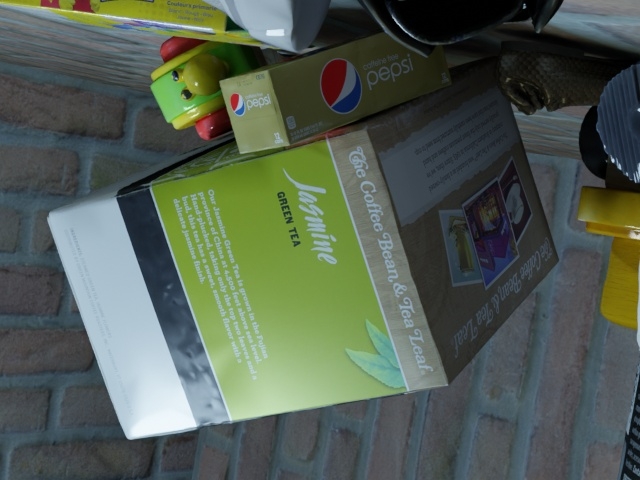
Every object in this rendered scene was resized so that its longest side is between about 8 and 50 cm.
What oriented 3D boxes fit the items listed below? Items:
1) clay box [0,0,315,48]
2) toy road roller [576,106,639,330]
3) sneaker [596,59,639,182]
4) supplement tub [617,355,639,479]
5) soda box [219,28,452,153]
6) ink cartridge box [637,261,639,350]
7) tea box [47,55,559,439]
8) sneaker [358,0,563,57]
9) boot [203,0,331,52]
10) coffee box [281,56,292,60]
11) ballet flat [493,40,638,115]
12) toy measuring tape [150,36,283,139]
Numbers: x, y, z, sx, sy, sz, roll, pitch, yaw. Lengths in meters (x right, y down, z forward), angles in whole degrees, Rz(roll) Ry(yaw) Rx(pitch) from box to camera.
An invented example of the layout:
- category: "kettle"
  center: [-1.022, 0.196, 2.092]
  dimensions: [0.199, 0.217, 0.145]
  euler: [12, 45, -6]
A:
- category: "clay box"
  center: [-0.120, -0.181, 1.008]
  dimensions: [0.222, 0.053, 0.127]
  euler: [8, -175, 15]
- category: "toy road roller"
  center: [0.419, -0.014, 1.407]
  dimensions: [0.329, 0.241, 0.202]
  euler: [8, -177, -26]
- category: "sneaker"
  center: [0.337, -0.086, 0.813]
  dimensions: [0.319, 0.112, 0.131]
  euler: [10, -155, 35]
- category: "supplement tub"
  center: [0.232, 0.031, 0.552]
  dimensions: [0.193, 0.316, 0.193]
  euler: [10, -177, -1]
- category: "soda box"
  center: [0.016, -0.120, 1.028]
  dimensions: [0.181, 0.058, 0.061]
  euler: [-25, -167, -39]
- category: "ink cartridge box"
  center: [0.419, 0.021, 1.250]
  dimensions: [0.237, 0.172, 0.100]
  euler: [-12, -156, -21]
- category: "tea box"
  center: [0.000, 0.000, 1.220]
  dimensions: [0.323, 0.220, 0.329]
  euler: [-13, -169, 28]
- category: "sneaker"
  center: [0.044, -0.101, 0.433]
  dimensions: [0.081, 0.090, 0.232]
  euler: [-11, 177, 16]
- category: "boot"
  center: [-0.063, -0.137, 0.460]
  dimensions: [0.123, 0.095, 0.258]
  euler: [16, 175, 10]
- category: "coffee box"
  center: [0.061, -0.156, 1.626]
  dimensions: [0.246, 0.098, 0.141]
  euler: [11, -177, 34]
- category: "ballet flat"
  center: [0.255, -0.120, 1.121]
  dimensions: [0.250, 0.058, 0.084]
  euler: [6, -177, -23]
- category: "toy measuring tape"
  center: [-0.108, -0.169, 1.447]
  dimensions: [0.121, 0.121, 0.330]
  euler: [10, -173, 5]
